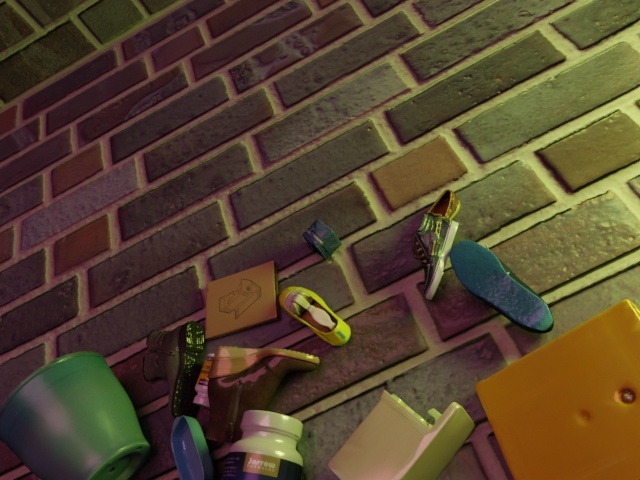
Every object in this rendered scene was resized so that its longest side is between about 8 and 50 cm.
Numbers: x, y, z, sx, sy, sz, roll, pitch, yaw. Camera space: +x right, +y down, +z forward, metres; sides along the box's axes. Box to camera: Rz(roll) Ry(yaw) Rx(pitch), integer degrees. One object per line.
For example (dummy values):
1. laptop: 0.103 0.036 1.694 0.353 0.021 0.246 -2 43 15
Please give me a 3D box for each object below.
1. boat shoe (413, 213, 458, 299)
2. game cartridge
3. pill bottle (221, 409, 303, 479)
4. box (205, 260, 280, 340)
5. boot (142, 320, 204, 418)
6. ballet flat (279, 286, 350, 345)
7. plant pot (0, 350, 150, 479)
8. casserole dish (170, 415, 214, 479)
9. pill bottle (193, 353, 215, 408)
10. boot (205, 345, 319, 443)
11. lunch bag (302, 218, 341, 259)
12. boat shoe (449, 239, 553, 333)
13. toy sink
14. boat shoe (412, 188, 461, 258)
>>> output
1. boat shoe: 0.236 0.034 1.287 0.083 0.065 0.183 17 79 11
2. game cartridge: 0.450 0.299 0.983 0.324 0.053 0.285 -40 47 28
3. pill bottle: -0.117 0.477 1.139 0.153 0.153 0.264 -4 58 24
4. box: -0.198 0.150 1.471 0.201 0.021 0.164 -19 53 17
5. boot: -0.364 0.322 1.423 0.161 0.083 0.246 -21 52 28
6. ballet flat: -0.024 0.159 1.348 0.231 0.077 0.077 33 80 37
7. plant pot: -0.530 0.436 1.311 0.255 0.271 0.271 40 81 24
8. casserole dish: -0.275 0.467 1.269 0.114 0.037 0.188 -59 46 31
9. pill bottle: -0.251 0.326 1.358 0.065 0.065 0.116 4 62 28
10. boot: -0.128 0.341 1.292 0.248 0.090 0.206 1 78 7
11. lunch bag: 0.000 0.000 1.426 0.065 0.098 0.067 -48 57 -6
12. boat shoe: 0.360 0.105 1.196 0.109 0.089 0.258 -42 51 8
13. toy sink: 0.150 0.374 1.078 0.234 0.153 0.131 -49 52 -8
14. boat shoe: 0.260 -0.042 1.352 0.064 0.060 0.178 23 72 35
